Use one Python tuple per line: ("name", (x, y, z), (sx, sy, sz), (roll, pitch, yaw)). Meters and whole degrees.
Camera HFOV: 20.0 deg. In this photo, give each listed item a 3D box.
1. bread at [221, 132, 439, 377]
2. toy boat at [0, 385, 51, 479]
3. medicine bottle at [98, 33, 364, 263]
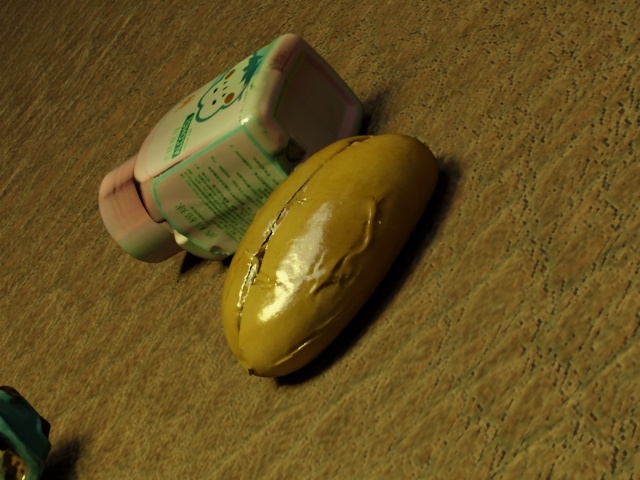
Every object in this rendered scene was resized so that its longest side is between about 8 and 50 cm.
("bread", (0.000, 0.000, 1.132), (0.189, 0.077, 0.114), (-57, 21, -18))
("toy boat", (-0.279, 0.181, 1.279), (0.223, 0.100, 0.097), (-33, 12, 33))
("medicine bottle", (-0.070, -0.054, 1.310), (0.188, 0.094, 0.119), (-28, 27, 36))
